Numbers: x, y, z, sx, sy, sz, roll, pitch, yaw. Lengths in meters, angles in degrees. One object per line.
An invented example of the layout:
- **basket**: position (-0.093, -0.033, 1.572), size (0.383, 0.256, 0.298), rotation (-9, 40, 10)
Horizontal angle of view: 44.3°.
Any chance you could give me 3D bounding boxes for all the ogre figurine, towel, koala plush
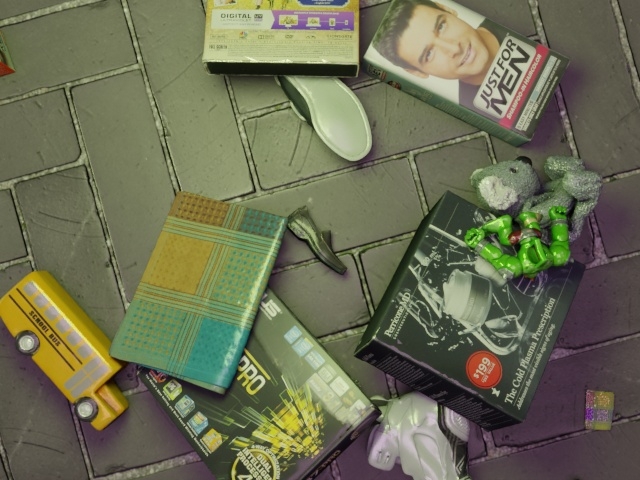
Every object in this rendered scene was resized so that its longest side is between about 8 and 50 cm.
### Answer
- **ogre figurine**: position (0.374, 0.008, 1.440), size (0.197, 0.097, 0.118), rotation (-4, 58, -25)
- **towel**: position (-0.239, 0.096, 1.574), size (0.271, 0.040, 0.370), rotation (15, 75, 20)
- **koala plush**: position (0.410, -0.087, 1.577), size (0.221, 0.196, 0.203), rotation (18, 107, -3)
- **towel**: position (0.587, 0.356, 1.656), size (0.060, 0.009, 0.083), rotation (3, 90, 0)

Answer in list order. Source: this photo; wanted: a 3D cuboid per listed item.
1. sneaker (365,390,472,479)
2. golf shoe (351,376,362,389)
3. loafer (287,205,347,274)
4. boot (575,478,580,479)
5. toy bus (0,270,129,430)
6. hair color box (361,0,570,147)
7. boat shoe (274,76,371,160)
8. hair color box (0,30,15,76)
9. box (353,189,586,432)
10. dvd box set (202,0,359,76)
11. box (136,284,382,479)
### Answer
- **sneaker**: position (0.204, 0.474, 1.597), size (0.210, 0.137, 0.365), rotation (-7, 84, 1)
- **golf shoe**: position (0.013, 0.356, 1.637), size (0.086, 0.069, 0.176), rotation (27, 81, 11)
- **loafer**: position (0.000, 0.000, 1.638), size (0.061, 0.062, 0.170), rotation (-44, 91, -5)
- **boot**: position (0.513, 0.613, 1.617), size (0.106, 0.082, 0.219), rotation (36, 88, 3)
- **toy bus**: position (-0.511, 0.226, 1.613), size (0.130, 0.108, 0.332), rotation (-42, 89, -2)
- **hair color box**: position (0.291, -0.360, 1.614), size (0.374, 0.113, 0.185), rotation (26, 90, 1)
- **boat shoe**: position (0.000, -0.290, 1.625), size (0.114, 0.091, 0.302), rotation (-30, 87, -10)
- **hair color box**: position (-0.683, -0.395, 1.590), size (0.053, 0.167, 0.093), rotation (-18, 90, 0)
- **box**: position (0.286, 0.139, 1.524), size (0.312, 0.179, 0.343), rotation (28, 69, 1)
- **dvd box set**: position (-0.072, -0.533, 1.589), size (0.308, 0.062, 0.420), rotation (0, 74, 0)
- **box**: position (-0.125, 0.298, 1.543), size (0.318, 0.097, 0.395), rotation (-42, 66, -3)
